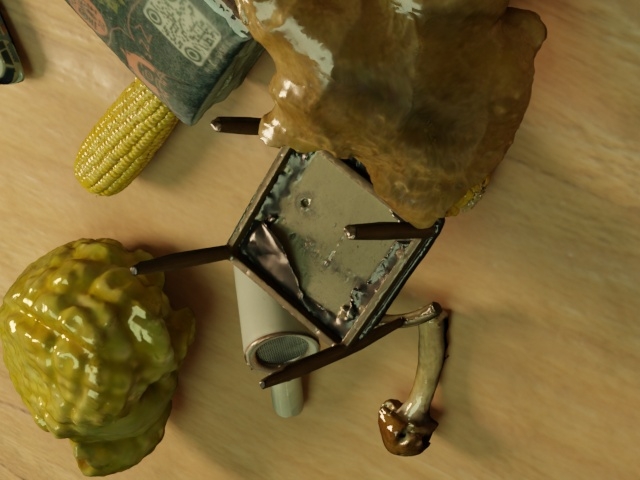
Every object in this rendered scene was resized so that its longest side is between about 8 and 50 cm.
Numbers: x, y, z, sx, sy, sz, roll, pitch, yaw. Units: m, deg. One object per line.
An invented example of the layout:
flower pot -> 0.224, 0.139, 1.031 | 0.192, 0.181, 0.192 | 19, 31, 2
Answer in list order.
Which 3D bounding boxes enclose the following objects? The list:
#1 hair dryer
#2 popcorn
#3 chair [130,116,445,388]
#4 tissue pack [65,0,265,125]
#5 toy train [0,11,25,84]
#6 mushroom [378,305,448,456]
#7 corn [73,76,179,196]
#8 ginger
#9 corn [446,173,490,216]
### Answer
hair dryer -> -0.036, 0.106, 1.468 | 0.073, 0.131, 0.236 | -11, 144, 0
popcorn -> -0.255, 0.113, 1.574 | 0.225, 0.174, 0.286 | 47, 148, 21
chair -> 0.000, 0.000, 1.259 | 0.188, 0.272, 0.166 | 39, 109, 22
tissue pack -> -0.171, -0.266, 1.245 | 0.315, 0.103, 0.228 | 47, 156, -2
toy train -> -0.363, -0.252, 1.476 | 0.043, 0.047, 0.207 | -6, 115, 40
mushroom -> 0.093, 0.133, 1.414 | 0.061, 0.060, 0.187 | 32, 127, 34
corn -> -0.188, -0.110, 1.433 | 0.067, 0.067, 0.206 | 45, 134, 1
ginger -> 0.039, -0.142, 1.084 | 0.270, 0.123, 0.219 | 33, 115, -26
corn -> 0.063, -0.101, 1.257 | 0.203, 0.072, 0.072 | 44, 135, 2
